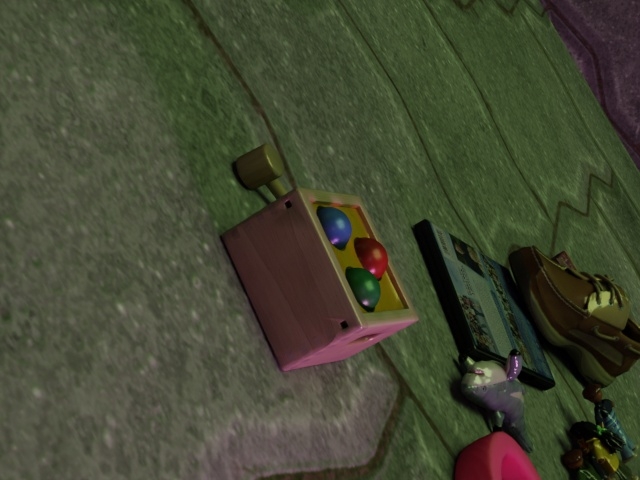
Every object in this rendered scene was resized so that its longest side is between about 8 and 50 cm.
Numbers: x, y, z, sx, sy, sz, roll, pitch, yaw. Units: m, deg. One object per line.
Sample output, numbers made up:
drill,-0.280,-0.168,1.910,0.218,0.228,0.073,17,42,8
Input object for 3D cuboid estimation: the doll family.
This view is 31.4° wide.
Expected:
doll family,0.359,0.262,1.463,0.111,0.076,0.193,53,18,-5

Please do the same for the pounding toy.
pounding toy,0.002,-0.005,1.000,0.181,0.094,0.206,2,60,-64

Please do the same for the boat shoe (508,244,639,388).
boat shoe,0.373,0.093,1.611,0.324,0.120,0.123,41,25,-45

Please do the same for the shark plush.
shark plush,0.193,0.185,1.265,0.161,0.073,0.067,67,32,-43

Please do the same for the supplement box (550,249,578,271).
supplement box,0.354,0.051,1.734,0.043,0.055,0.083,59,21,3

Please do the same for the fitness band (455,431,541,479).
fitness band,0.212,0.319,1.095,0.209,0.054,0.291,42,27,-36

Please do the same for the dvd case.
dvd case,0.209,0.085,1.425,0.253,0.022,0.180,27,39,-54
